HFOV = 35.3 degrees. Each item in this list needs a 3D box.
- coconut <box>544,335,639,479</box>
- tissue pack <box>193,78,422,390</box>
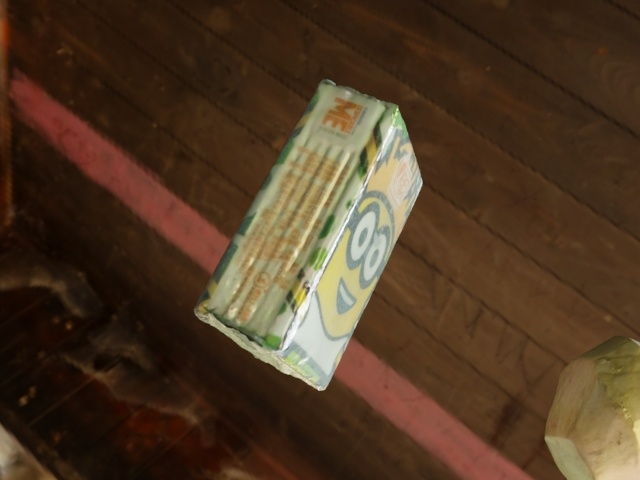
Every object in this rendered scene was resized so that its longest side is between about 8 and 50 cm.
[{"bbox_3d":[0.467,0.267,1.509,0.259,0.259,0.259,26,-45,29],"label":"coconut"},{"bbox_3d":[0.000,0.000,1.185,0.128,0.310,0.228,23,-12,20],"label":"tissue pack"}]
